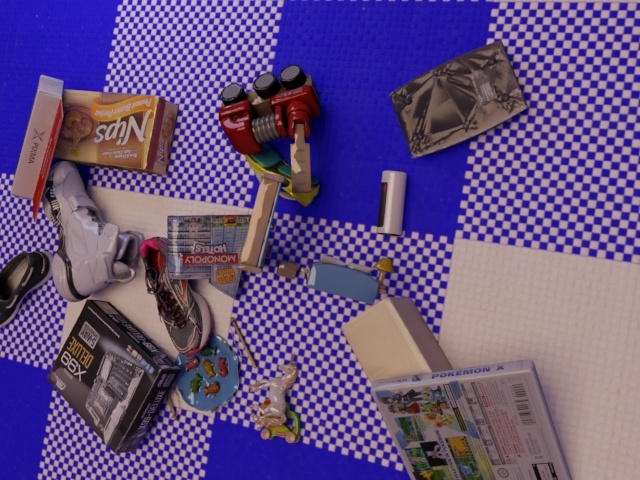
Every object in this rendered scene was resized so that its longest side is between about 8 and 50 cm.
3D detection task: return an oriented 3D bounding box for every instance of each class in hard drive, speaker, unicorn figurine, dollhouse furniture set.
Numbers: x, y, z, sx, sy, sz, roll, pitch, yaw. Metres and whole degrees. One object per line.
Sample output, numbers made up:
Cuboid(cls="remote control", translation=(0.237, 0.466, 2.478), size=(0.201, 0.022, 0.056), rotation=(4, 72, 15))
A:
Cuboid(cls="hard drive", translation=(0.286, -0.285, 1.569), size=(0.254, 0.054, 0.172), rotation=(-23, 76, 21))
Cuboid(cls="speaker", translation=(0.152, -0.080, 1.612), size=(0.055, 0.055, 0.136), rotation=(5, 88, 25))
Cuboid(cls="unicorn figurine", translation=(-0.102, 0.336, 1.680), size=(0.111, 0.060, 0.162), rotation=(-6, 77, 5))
Cuboid(cls="dollhouse furniture set", translation=(0.000, 0.000, 1.599), size=(0.303, 0.286, 0.198), rotation=(15, 89, -3))

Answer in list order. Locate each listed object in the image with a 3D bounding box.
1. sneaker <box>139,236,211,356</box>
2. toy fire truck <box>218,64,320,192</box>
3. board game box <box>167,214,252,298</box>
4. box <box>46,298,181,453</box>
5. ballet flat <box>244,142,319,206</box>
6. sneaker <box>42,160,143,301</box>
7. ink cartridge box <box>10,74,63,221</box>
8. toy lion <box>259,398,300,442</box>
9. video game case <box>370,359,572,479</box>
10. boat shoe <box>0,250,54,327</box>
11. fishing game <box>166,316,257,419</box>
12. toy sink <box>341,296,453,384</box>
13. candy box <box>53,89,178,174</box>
Cuboid(cls="sneaker", translation=(-0.354, 0.133, 1.786), size=(0.121, 0.112, 0.299), rotation=(-29, 72, 20))
Cuboid(cls="toy fire truck", translation=(-0.101, -0.228, 1.655), size=(0.217, 0.158, 0.246), rotation=(-15, 49, 12))
Cuboid(cls="board game box", translation=(-0.251, 0.038, 1.739), size=(0.194, 0.060, 0.194), rotation=(-2, 94, -16))
Cuboid(cls="box", translation=(-0.511, 0.326, 1.848), size=(0.307, 0.076, 0.242), rotation=(35, 100, 30))
Cuboid(cls="ballet flat", translation=(-0.102, -0.151, 1.730), size=(0.231, 0.077, 0.077), rotation=(33, 128, 22))
Cuboid(cls="sneaker", translation=(-0.565, -0.041, 1.898), size=(0.210, 0.137, 0.366), rotation=(-14, 76, 16))
Cuboid(cls="ink cartridge box", translation=(-0.713, -0.236, 1.905), size=(0.296, 0.066, 0.261), rotation=(-66, 26, 22))
Cuboid(cls="toy lion", translation=(-0.091, 0.399, 1.693), size=(0.100, 0.034, 0.096), rotation=(2, 78, 24))
Cuboid(cls="video game case", translation=(0.287, 0.373, 1.415), size=(0.300, 0.036, 0.329), rotation=(-12, 118, 23))
Cuboid(cls="boat shoe", translation=(-0.841, 0.131, 2.025), size=(0.302, 0.091, 0.114), rotation=(-46, 69, 14))
Cuboid(cls="fishing game", translation=(-0.274, 0.311, 1.779), size=(0.264, 0.041, 0.189), rotation=(-31, 71, 19))
Cuboid(cls="toy sink", translation=(0.166, 0.245, 1.522), size=(0.131, 0.153, 0.234), rotation=(-35, 73, 18))
Cuboid(cls="candy box", translation=(-0.526, -0.276, 1.921), size=(0.316, 0.087, 0.183), rotation=(9, 88, 25))
